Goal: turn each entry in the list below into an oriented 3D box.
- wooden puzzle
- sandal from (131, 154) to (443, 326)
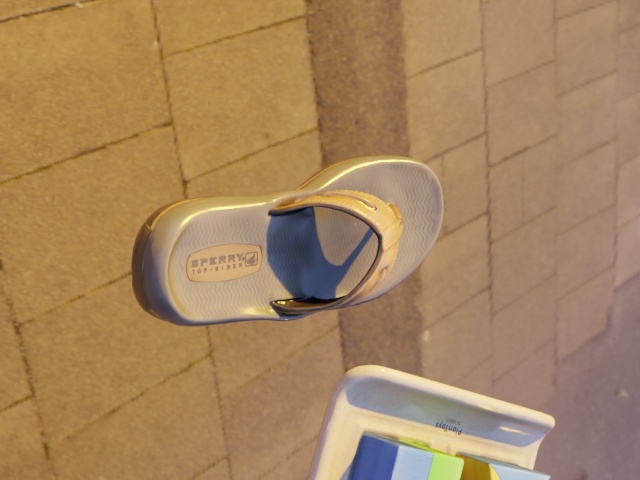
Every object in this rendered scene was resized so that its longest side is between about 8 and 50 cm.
[{"bbox_3d":[0.099,0.312,0.880,0.322,0.080,0.348,22,85,-42],"label":"wooden puzzle"},{"bbox_3d":[0.000,0.000,0.521,0.219,0.060,0.090,-8,99,-42],"label":"sandal"}]
